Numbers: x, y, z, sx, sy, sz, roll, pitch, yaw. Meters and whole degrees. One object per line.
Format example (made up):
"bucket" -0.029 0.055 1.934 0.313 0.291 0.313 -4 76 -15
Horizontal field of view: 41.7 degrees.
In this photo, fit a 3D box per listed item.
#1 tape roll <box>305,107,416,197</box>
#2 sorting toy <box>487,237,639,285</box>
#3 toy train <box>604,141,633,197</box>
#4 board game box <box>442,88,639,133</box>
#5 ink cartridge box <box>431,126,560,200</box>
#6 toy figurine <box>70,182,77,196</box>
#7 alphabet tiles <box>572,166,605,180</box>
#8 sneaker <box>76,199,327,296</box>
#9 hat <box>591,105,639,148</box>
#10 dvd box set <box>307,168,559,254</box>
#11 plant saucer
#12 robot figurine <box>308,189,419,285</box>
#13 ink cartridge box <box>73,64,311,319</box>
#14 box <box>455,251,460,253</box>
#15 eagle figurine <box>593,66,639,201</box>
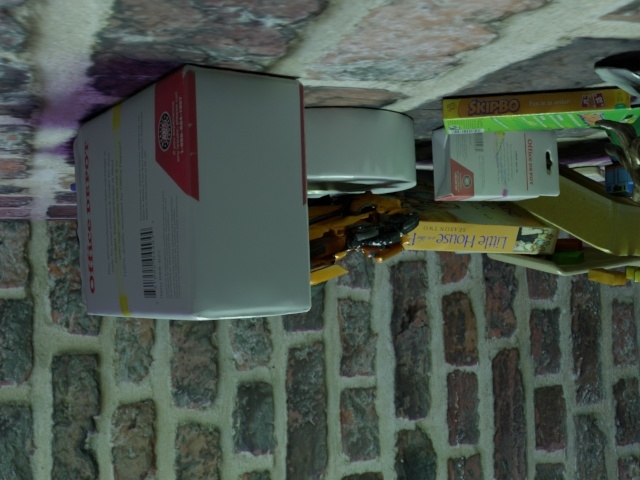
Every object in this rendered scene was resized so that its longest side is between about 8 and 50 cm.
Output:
"tape roll" 0.002 -0.127 1.280 0.286 0.100 0.286 -1 178 0
"sorting toy" 0.486 0.032 1.548 0.229 0.041 0.307 -3 -172 -25
"toy train" 0.562 -0.131 1.434 0.080 0.105 0.184 -1 178 -18
"board game box" 0.299 -0.173 1.139 0.259 0.039 0.124 1 178 10
"ink cartridge box" 0.283 -0.122 1.353 0.198 0.115 0.067 0 176 -19
"toy figurine" -0.341 -0.070 1.530 0.217 0.191 0.362 7 171 -41
"alphabet tiles" 0.514 -0.148 1.973 0.284 0.021 0.278 -3 177 27
"sneaker" -0.212 0.032 1.424 0.447 0.257 0.169 25 -143 6
"hat" 0.506 -0.098 1.266 0.208 0.183 0.173 1 176 -40
"dvd box set" 0.182 -0.064 1.557 0.420 0.062 0.307 3 -158 -20
"plant saucer" 0.481 -0.082 1.603 0.333 0.081 0.333 34 -161 32
"robot figurine" 0.000 0.000 1.236 0.291 0.085 0.211 -17 -156 -24
"ink cartridge box" -0.181 -0.043 1.092 0.160 0.279 0.385 -2 178 -33
"box" 0.364 -0.067 1.838 0.145 0.186 0.038 -3 175 33
"eagle figurine" 0.470 -0.137 0.906 0.298 0.225 0.226 -32 -146 14
